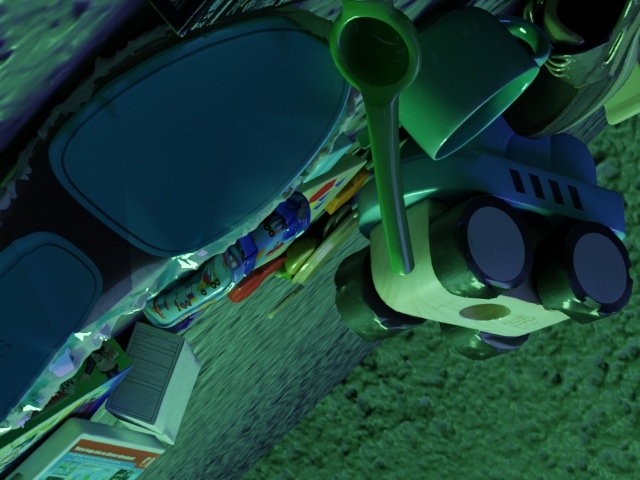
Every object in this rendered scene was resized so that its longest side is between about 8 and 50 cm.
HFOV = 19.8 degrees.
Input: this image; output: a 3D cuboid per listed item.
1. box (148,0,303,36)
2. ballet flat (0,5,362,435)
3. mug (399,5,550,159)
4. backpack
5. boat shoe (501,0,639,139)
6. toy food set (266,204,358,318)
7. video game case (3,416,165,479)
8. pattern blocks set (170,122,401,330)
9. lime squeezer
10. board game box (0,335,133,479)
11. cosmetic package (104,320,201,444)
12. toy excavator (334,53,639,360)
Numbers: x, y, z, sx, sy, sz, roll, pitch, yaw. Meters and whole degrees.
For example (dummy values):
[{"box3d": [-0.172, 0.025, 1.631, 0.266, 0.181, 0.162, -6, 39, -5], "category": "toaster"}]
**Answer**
[{"box3d": [-0.007, -0.200, 0.927, 0.180, 0.077, 0.147, -45, 170, 33], "category": "box"}, {"box3d": [-0.144, -0.026, 1.174, 0.409, 0.147, 0.147, -40, 172, 17], "category": "ballet flat"}, {"box3d": [0.126, -0.154, 1.680, 0.129, 0.097, 0.158, -45, 171, 28], "category": "mug"}, {"box3d": [-0.071, -0.037, 1.336, 0.158, 0.117, 0.173, -32, -174, 46], "category": "backpack"}, {"box3d": [0.259, -0.233, 1.839, 0.130, 0.132, 0.355, -20, 152, -40], "category": "boat shoe"}, {"box3d": [0.000, 0.000, 2.165, 0.192, 0.038, 0.132, -49, 176, 20], "category": "toy food set"}, {"box3d": [-0.304, 0.292, 1.871, 0.285, 0.025, 0.204, -43, 159, 7], "category": "video game case"}, {"box3d": [-0.045, -0.018, 1.874, 0.325, 0.026, 0.285, -45, 171, 27], "category": "pattern blocks set"}, {"box3d": [0.040, -0.137, 1.062, 0.110, 0.059, 0.310, 12, 84, -80], "category": "lime squeezer"}, {"box3d": [-0.331, 0.227, 1.837, 0.213, 0.046, 0.317, -32, 168, -41], "category": "board game box"}, {"box3d": [-0.178, 0.155, 1.967, 0.239, 0.060, 0.099, 90, 21, -79], "category": "cosmetic package"}, {"box3d": [0.238, -0.098, 2.095, 0.433, 0.445, 0.222, 13, 156, -33], "category": "toy excavator"}]
